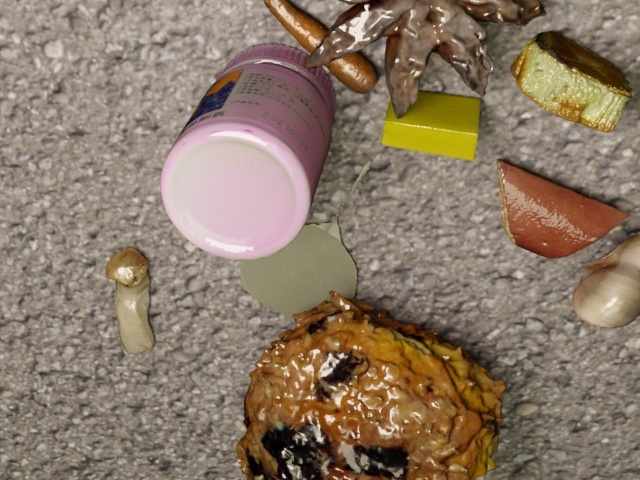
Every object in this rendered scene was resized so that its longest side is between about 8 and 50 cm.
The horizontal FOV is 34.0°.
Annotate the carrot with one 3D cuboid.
[{"bbox_3d":[-0.002,-0.261,1.355,0.191,0.047,0.047,41,118,-10],"label":"carrot"}]

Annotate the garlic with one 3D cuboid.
[{"bbox_3d":[0.421,0.050,1.432,0.099,0.124,0.174,42,92,2],"label":"garlic"}]

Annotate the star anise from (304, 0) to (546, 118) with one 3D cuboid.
[{"bbox_3d":[0.114,-0.303,1.249,0.332,0.117,0.331,-1,104,-4],"label":"star anise"}]

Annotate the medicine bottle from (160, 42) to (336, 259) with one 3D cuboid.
[{"bbox_3d":[-0.079,-0.119,1.302,0.178,0.290,0.178,4,121,6],"label":"medicine bottle"}]

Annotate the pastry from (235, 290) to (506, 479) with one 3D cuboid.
[{"bbox_3d":[0.046,0.255,1.510,0.405,0.292,0.337,-35,99,35],"label":"pastry"}]

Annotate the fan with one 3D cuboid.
[{"bbox_3d":[0.000,-0.001,1.523,0.182,0.010,0.310,28,123,-9],"label":"fan"}]

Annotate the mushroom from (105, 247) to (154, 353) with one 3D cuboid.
[{"bbox_3d":[-0.290,0.103,1.610,0.059,0.054,0.202,9,127,8],"label":"mushroom"}]

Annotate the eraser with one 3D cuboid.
[{"bbox_3d":[0.145,-0.153,1.360,0.122,0.097,0.045,8,128,4],"label":"eraser"}]

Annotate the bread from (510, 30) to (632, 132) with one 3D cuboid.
[{"bbox_3d":[0.310,-0.195,1.291,0.140,0.128,0.069,24,116,-8],"label":"bread"}]

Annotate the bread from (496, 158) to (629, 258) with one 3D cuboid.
[{"bbox_3d":[0.306,-0.028,1.426,0.192,0.067,0.119,21,121,-4],"label":"bread"}]
